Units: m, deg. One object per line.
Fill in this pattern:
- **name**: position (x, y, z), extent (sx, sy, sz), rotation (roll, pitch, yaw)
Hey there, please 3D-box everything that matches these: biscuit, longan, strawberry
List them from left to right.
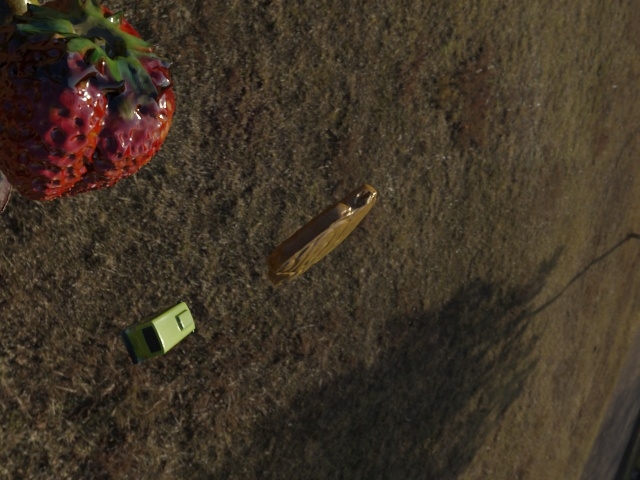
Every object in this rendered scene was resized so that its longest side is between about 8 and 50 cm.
- **longan**: position (-0.862, -0.644, 1.156), extent (0.145, 0.176, 0.155), rotation (-14, 115, 3)
- **strawberry**: position (-0.363, -0.187, 0.623), extent (0.250, 0.239, 0.288), rotation (-13, 153, -45)
- **biscuit**: position (0.000, 0.000, 1.056), extent (0.351, 0.057, 0.312), rotation (-35, 168, -33)

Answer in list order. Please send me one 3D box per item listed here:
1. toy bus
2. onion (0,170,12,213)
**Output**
- **toy bus**: position (-0.369, 0.208, 0.981), extent (0.101, 0.175, 0.088), rotation (-20, 94, 10)
- **onion**: position (-1.030, -0.110, 1.125), extent (0.314, 0.146, 0.280), rotation (16, 59, -32)
